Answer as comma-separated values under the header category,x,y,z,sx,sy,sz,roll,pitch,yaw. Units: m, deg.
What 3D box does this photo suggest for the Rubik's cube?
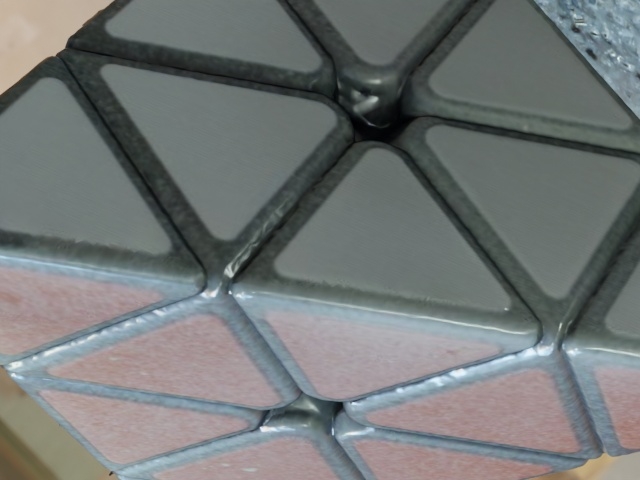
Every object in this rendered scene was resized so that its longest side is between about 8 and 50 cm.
category,x,y,z,sx,sy,sz,roll,pitch,yaw
Rubik's cube,-0.001,0.002,0.686,0.233,0.228,0.229,-34,-164,-3

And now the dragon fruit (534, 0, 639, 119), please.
category,x,y,z,sx,sy,sz,roll,pitch,yaw
dragon fruit,0.176,-0.161,0.866,0.226,0.305,0.305,-43,-159,-25
